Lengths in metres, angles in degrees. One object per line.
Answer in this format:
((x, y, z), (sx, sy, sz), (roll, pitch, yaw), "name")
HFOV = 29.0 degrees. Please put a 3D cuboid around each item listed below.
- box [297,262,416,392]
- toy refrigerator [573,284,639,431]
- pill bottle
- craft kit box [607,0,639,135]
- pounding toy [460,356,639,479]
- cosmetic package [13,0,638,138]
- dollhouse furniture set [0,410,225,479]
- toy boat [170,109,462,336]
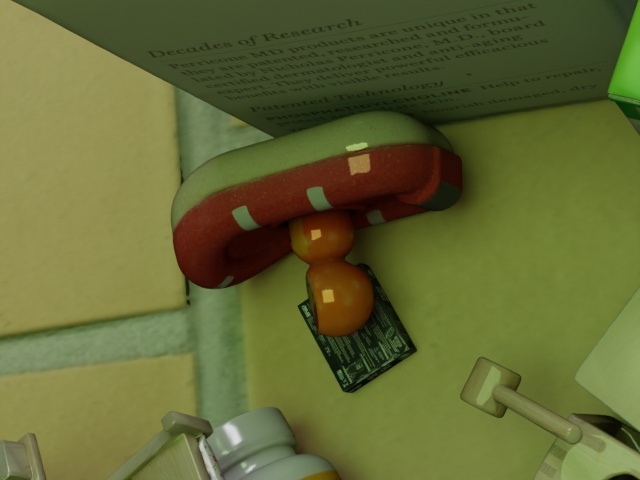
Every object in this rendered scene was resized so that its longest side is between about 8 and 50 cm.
((0.028, 0.070, 0.994), (0.067, 0.018, 0.083), (-36, 69, 16), "box")
((0.301, 0.021, 0.836), (0.102, 0.094, 0.269), (39, 98, 32), "toy refrigerator")
((-0.019, 0.236, 0.934), (0.118, 0.117, 0.208), (-37, 68, 15), "pill bottle")
((0.269, -0.175, 0.796), (0.061, 0.247, 0.249), (19, 91, 27), "craft kit box")
((0.172, 0.166, 0.820), (0.206, 0.181, 0.094), (30, 95, 26), "pounding toy")
((0.035, -0.280, 0.840), (0.328, 0.394, 0.329), (-6, 78, 24), "cosmetic package")
((-0.104, 0.232, 0.914), (0.355, 0.174, 0.303), (-41, 52, 21), "dollhouse furniture set")
((0.000, 0.000, 0.948), (0.231, 0.151, 0.151), (-15, 79, 23), "toy boat")
